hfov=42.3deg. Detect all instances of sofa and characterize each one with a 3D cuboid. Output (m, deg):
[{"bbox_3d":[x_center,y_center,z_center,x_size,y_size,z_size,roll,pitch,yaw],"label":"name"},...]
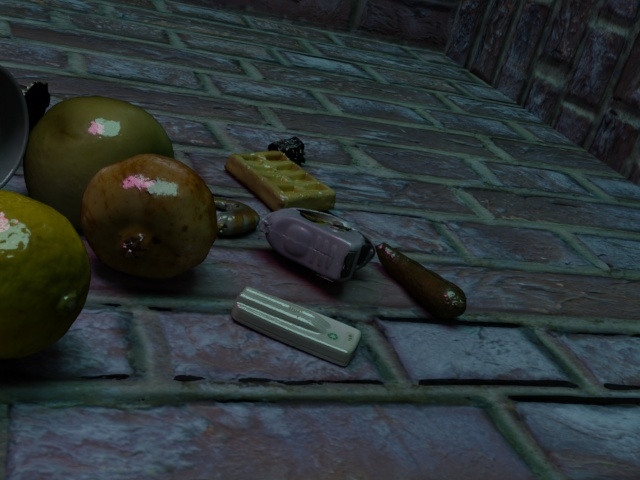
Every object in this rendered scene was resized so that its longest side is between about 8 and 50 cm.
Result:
[{"bbox_3d":[-0.722,-0.285,1.790,0.200,0.182,0.258,15,25,-1],"label":"sofa"}]

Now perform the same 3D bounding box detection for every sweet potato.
[{"bbox_3d":[0.206,0.082,1.717,0.075,0.075,0.273,-3,28,-35],"label":"sweet potato"}]

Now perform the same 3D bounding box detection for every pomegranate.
[{"bbox_3d":[-0.307,-0.040,1.488,0.248,0.248,0.248,13,25,-6],"label":"pomegranate"}]

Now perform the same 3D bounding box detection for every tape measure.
[{"bbox_3d":[0.000,0.000,1.707,0.236,0.120,0.197,25,15,27],"label":"tape measure"}]

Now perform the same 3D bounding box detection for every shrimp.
[{"bbox_3d":[-0.215,-0.064,1.797,0.166,0.049,0.161,27,24,26],"label":"shrimp"}]

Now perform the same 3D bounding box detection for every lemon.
[{"bbox_3d":[-0.476,0.043,1.181,0.320,0.245,0.245,18,24,20],"label":"lemon"}]

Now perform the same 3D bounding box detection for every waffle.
[{"bbox_3d":[-0.101,-0.145,2.020,0.168,0.057,0.274,-6,33,-38],"label":"waffle"}]

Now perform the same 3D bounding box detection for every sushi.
[{"bbox_3d":[-0.087,-0.241,2.232,0.083,0.056,0.085,-1,29,-33],"label":"sushi"}]

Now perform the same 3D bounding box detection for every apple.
[{"bbox_3d":[-0.445,-0.176,1.667,0.258,0.233,0.295,30,28,25],"label":"apple"}]

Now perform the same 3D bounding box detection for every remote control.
[{"bbox_3d":[-0.042,0.145,1.457,0.230,0.049,0.090,22,28,8],"label":"remote control"}]

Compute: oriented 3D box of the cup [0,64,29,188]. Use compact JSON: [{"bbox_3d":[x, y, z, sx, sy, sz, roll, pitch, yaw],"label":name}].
[{"bbox_3d":[-0.750,-0.182,1.499,0.274,0.259,0.356,13,61,20],"label":"cup"}]
